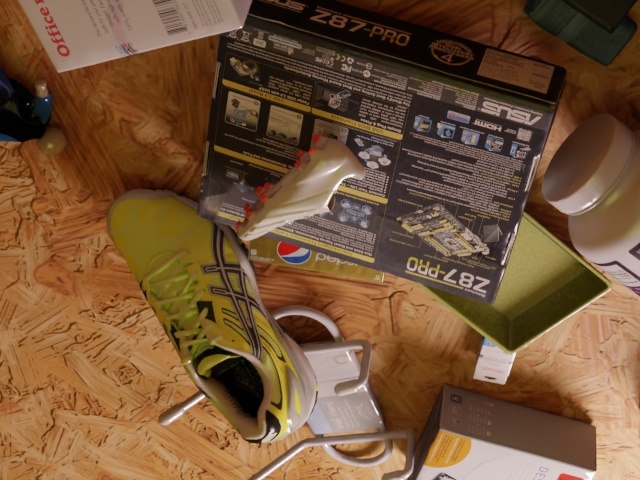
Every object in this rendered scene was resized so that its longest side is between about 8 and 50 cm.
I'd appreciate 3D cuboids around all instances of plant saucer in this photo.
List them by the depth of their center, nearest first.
[{"bbox_3d":[0.250,0.041,1.916,0.188,0.045,0.188,38,126,-20],"label":"plant saucer"}]

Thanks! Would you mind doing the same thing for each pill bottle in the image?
[{"bbox_3d":[0.425,-0.012,1.752,0.323,0.181,0.181,34,127,-18],"label":"pill bottle"}]

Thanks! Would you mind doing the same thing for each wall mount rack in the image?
[{"bbox_3d":[-0.041,0.257,2.088,0.304,0.130,0.350,-10,130,20],"label":"wall mount rack"}]

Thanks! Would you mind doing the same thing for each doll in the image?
[{"bbox_3d":[-0.390,-0.174,1.843,0.129,0.046,0.189,-27,120,30],"label":"doll"}]

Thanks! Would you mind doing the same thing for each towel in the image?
[{"bbox_3d":[0.296,-0.252,1.670,0.119,0.029,0.067,30,126,-14],"label":"towel"}]

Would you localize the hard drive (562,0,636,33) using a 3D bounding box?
[{"bbox_3d":[0.295,-0.301,1.613,0.135,0.022,0.094,31,107,-15],"label":"hard drive"}]

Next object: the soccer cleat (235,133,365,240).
[{"bbox_3d":[-0.028,-0.047,1.736,0.076,0.068,0.196,37,129,-15],"label":"soccer cleat"}]

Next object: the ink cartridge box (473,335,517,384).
[{"bbox_3d":[0.241,0.157,2.026,0.048,0.028,0.083,12,131,0],"label":"ink cartridge box"}]

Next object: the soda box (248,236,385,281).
[{"bbox_3d":[0.000,0.000,1.915,0.181,0.058,0.061,9,131,2],"label":"soda box"}]

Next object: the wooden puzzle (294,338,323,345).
[{"bbox_3d":[0.000,0.163,2.087,0.083,0.006,0.049,5,130,6],"label":"wooden puzzle"}]

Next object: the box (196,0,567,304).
[{"bbox_3d":[0.062,-0.113,1.753,0.395,0.097,0.318,16,130,7],"label":"box"}]

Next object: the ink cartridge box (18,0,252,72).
[{"bbox_3d":[-0.205,-0.318,1.608,0.232,0.168,0.171,-10,127,18],"label":"ink cartridge box"}]

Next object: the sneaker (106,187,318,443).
[{"bbox_3d":[-0.141,0.092,1.896,0.145,0.147,0.385,-39,91,17],"label":"sneaker"}]

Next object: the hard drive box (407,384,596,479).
[{"bbox_3d":[0.259,0.324,2.126,0.232,0.089,0.181,15,131,-3],"label":"hard drive box"}]
